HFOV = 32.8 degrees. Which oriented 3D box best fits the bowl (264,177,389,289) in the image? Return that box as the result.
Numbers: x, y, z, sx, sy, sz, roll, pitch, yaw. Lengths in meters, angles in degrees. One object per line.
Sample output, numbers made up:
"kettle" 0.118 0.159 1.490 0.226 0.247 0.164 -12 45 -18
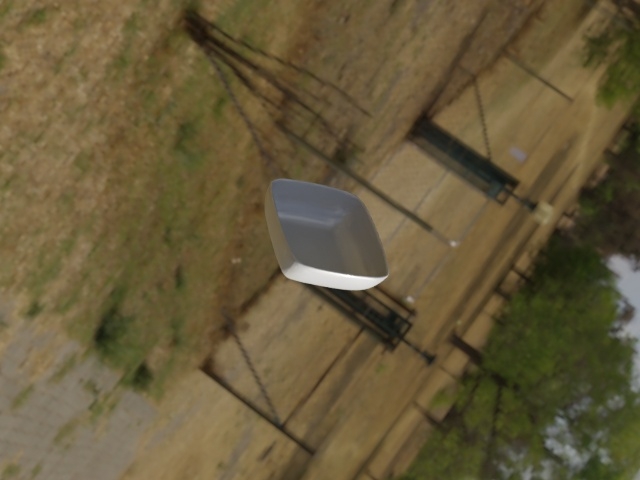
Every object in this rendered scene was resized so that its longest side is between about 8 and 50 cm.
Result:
"bowl" 0.000 0.000 1.262 0.142 0.142 0.053 9 136 -31
